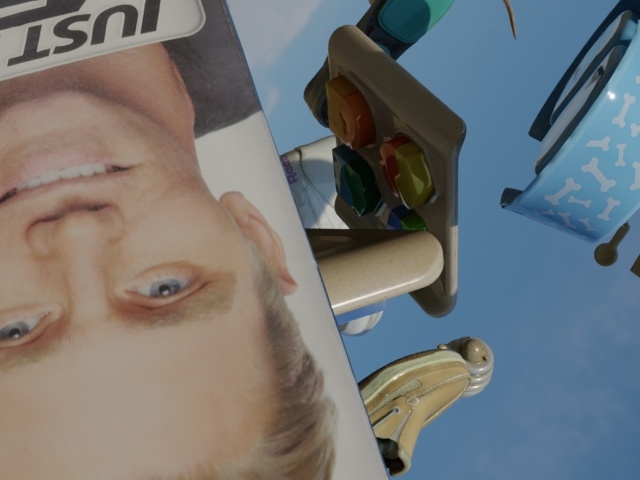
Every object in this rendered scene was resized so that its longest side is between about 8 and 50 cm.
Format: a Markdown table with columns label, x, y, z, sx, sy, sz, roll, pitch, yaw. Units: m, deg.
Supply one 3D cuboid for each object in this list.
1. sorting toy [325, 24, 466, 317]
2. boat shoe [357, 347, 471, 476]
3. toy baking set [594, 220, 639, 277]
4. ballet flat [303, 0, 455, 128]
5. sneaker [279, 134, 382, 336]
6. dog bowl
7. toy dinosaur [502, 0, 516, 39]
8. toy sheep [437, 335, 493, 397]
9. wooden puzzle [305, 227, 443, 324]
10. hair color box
| label | x | y | z | sx | sy | sz | roll | pitch | yaw |
| --- | --- | --- | --- | --- | --- | --- | --- | --- | --- |
| sorting toy | 0.057 | -0.057 | 0.985 | 0.193 | 0.038 | 0.208 | 49 | -29 | 41 |
| boat shoe | 0.045 | 0.145 | 0.835 | 0.190 | 0.072 | 0.068 | -24 | 138 | -25 |
| toy baking set | 0.473 | -0.062 | 1.663 | 0.197 | 0.030 | 0.256 | 9 | -84 | 34 |
| ballet flat | 0.056 | -0.208 | 1.116 | 0.213 | 0.072 | 0.068 | -51 | -139 | 11 |
| sneaker | 0.000 | 0.000 | 1.307 | 0.114 | 0.152 | 0.305 | -116 | -165 | -46 |
| dog bowl | 0.227 | -0.102 | 0.867 | 0.166 | 0.074 | 0.297 | -55 | 180 | 33 |
| toy dinosaur | 0.166 | -0.329 | 1.333 | 0.112 | 0.211 | 0.064 | 126 | -18 | -63 |
| toy sheep | 0.205 | 0.186 | 1.628 | 0.132 | 0.091 | 0.091 | 109 | 2 | -50 |
| wooden puzzle | -0.108 | 0.055 | 0.975 | 0.322 | 0.080 | 0.348 | -16 | -167 | -25 |
| hair color box | -0.098 | -0.003 | 0.467 | 0.105 | 0.174 | 0.347 | 84 | -12 | -59 |
